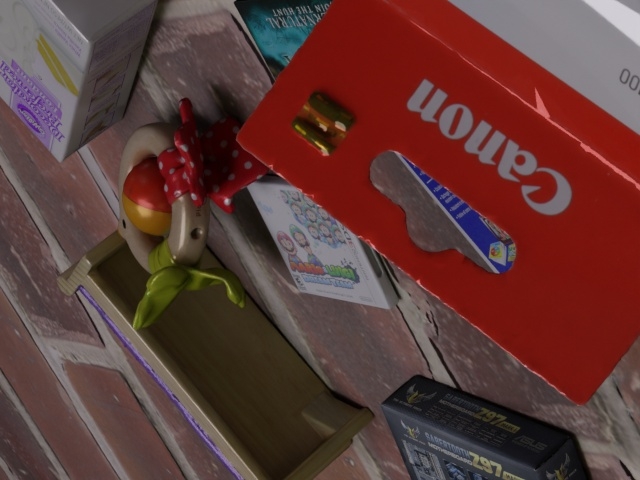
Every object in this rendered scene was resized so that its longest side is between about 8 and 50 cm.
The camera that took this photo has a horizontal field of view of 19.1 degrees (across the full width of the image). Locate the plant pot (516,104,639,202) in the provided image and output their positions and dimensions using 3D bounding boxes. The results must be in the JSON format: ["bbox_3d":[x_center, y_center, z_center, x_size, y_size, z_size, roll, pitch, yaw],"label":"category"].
[{"bbox_3d":[0.238,-0.077,1.293,0.205,0.205,0.188,37,166,26],"label":"plant pot"}]

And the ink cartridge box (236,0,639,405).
[{"bbox_3d":[0.146,-0.143,1.156,0.308,0.385,0.091,38,-173,22],"label":"ink cartridge box"}]

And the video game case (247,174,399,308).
[{"bbox_3d":[0.000,0.000,1.933,0.157,0.019,0.143,9,132,53],"label":"video game case"}]

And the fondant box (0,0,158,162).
[{"bbox_3d":[-0.298,-0.246,1.972,0.238,0.096,0.330,48,160,6],"label":"fondant box"}]

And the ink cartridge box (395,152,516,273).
[{"bbox_3d":[0.148,-0.065,1.571,0.333,0.065,0.165,49,154,0],"label":"ink cartridge box"}]

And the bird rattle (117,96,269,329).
[{"bbox_3d":[-0.160,-0.038,1.974,0.207,0.143,0.254,39,137,47],"label":"bird rattle"}]

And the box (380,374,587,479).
[{"bbox_3d":[0.179,0.249,1.926,0.232,0.059,0.183,17,139,49],"label":"box"}]

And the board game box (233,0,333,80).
[{"bbox_3d":[0.015,-0.154,1.564,0.186,0.026,0.126,4,128,55],"label":"board game box"}]

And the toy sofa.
[{"bbox_3d":[-0.127,0.135,2.157,0.362,0.150,0.177,50,152,2],"label":"toy sofa"}]
